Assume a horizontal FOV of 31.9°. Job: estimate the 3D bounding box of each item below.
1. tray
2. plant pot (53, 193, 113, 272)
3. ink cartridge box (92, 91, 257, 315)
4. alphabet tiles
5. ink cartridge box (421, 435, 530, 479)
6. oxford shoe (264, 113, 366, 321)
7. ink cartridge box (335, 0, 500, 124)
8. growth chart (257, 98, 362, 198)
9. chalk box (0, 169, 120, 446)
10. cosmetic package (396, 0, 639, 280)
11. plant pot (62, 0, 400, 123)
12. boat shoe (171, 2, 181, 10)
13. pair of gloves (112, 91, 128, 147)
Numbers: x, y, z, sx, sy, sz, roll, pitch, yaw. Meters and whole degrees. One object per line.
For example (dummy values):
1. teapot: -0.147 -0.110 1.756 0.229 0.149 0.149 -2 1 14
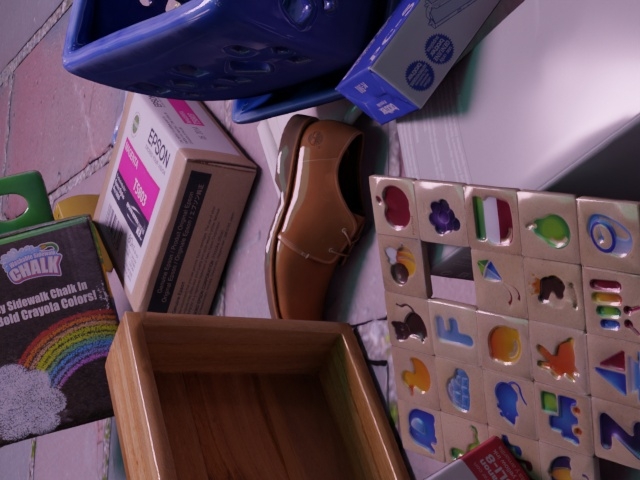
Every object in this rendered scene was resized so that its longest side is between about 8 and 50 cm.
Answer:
1. tray: -0.021 0.231 0.805 0.076 0.202 0.411 -64 34 37
2. plant pot: -0.321 -0.015 1.524 0.081 0.083 0.081 55 129 50
3. ink cartridge box: -0.173 -0.048 1.267 0.235 0.088 0.193 50 127 54
4. alphabet tiles: 0.116 0.081 0.685 0.198 0.009 0.237 10 114 46
5. ink cartridge box: 0.054 0.225 0.670 0.127 0.176 0.128 56 136 14
6. oxford shoe: 0.000 0.000 0.974 0.076 0.076 0.212 10 101 25
7. ink cartridge box: 0.096 -0.175 0.751 0.207 0.046 0.097 -54 10 -7
8. growth chart: 0.001 -0.139 1.050 0.237 0.021 0.172 -48 43 45
9. chalk box: -0.329 0.069 1.287 0.179 0.180 0.289 173 83 -78
10. cosmetic package: 0.155 -0.074 0.684 0.238 0.107 0.127 -36 52 48
11. plant pot: -0.052 -0.228 0.931 0.236 0.212 0.236 -8 68 48
12. boat shoe: -0.179 -0.233 1.363 0.153 0.056 0.048 -64 24 26
13. pair of gloves: -0.235 -0.187 1.478 0.198 0.023 0.159 -33 55 53
